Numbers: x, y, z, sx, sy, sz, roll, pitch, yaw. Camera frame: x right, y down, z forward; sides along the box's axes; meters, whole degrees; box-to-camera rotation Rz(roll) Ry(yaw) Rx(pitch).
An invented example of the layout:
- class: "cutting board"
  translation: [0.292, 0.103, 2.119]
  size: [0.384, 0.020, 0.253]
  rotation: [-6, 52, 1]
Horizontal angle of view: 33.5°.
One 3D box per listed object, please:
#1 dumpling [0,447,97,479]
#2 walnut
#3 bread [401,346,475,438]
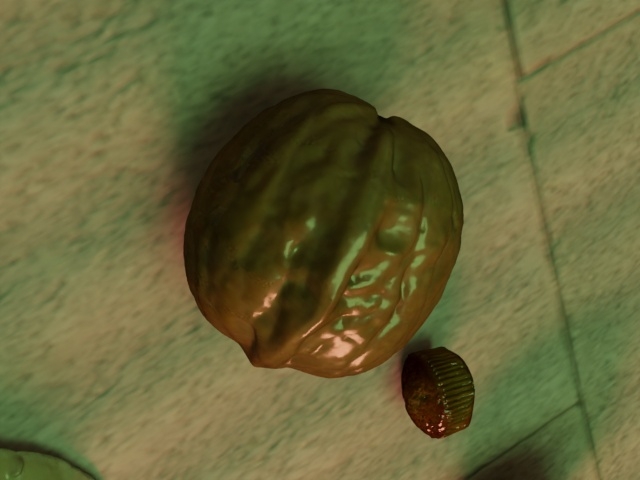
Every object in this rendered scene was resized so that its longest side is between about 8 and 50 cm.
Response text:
- class: "dumpling"
  translation: [-0.227, 0.280, 0.814]
  size: [0.227, 0.175, 0.243]
  rotation: [-43, 152, -43]
- class: "walnut"
  translation: [0.000, 0.000, 0.778]
  size: [0.213, 0.213, 0.213]
  rotation: [-14, 120, -25]
- class: "bread"
  translation: [0.102, 0.141, 0.977]
  size: [0.053, 0.085, 0.085]
  rotation: [-12, 120, -21]
